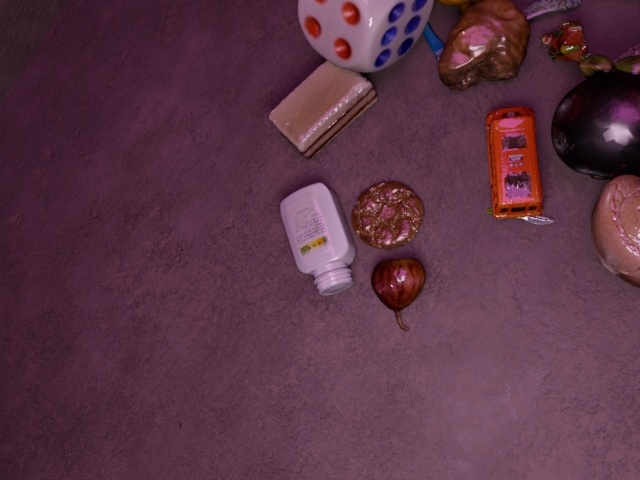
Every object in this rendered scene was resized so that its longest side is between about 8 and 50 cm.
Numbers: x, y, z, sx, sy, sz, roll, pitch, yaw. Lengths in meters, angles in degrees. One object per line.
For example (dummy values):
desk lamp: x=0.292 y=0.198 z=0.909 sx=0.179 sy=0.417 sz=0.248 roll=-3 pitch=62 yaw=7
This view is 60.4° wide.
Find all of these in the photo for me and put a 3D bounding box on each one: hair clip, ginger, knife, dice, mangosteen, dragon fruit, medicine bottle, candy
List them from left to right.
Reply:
medicine bottle: x=0.000 y=0.000 z=1.676 sx=0.179 sy=0.124 sz=0.325 roll=-25 pitch=68 yaw=16
candy: x=0.006 y=-0.430 z=1.776 sx=0.320 sy=0.135 sz=0.179 roll=-40 pitch=67 yaw=5
dice: x=0.137 y=-0.715 z=1.678 sx=0.304 sy=0.277 sz=0.304 roll=-33 pitch=66 yaw=-32
knife: x=0.351 y=-0.675 z=1.783 sx=0.044 sy=0.026 sz=0.297 roll=-25 pitch=67 yaw=8
ginger: x=0.477 y=-0.590 z=1.623 sx=0.269 sy=0.200 sz=0.223 roll=-5 pitch=77 yaw=17
knife: x=0.565 y=-0.067 z=1.560 sx=0.183 sy=0.026 sz=0.022 roll=13 pitch=41 yaw=23
hair clip: x=0.678 y=-0.703 z=1.674 sx=0.229 sy=0.036 sz=0.066 roll=-18 pitch=65 yaw=13
dragon fruit: x=0.725 y=-0.565 z=1.591 sx=0.142 sy=0.139 sz=0.174 roll=-33 pitch=28 yaw=-31
mangosteen: x=0.753 y=-0.306 z=1.399 sx=0.329 sy=0.330 sz=0.331 roll=-4 pitch=75 yaw=17

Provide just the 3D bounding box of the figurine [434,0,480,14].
figurine: x=0.450 y=-0.792 z=1.691 sx=0.227 sy=0.215 sz=0.216 roll=1 pitch=77 yaw=7

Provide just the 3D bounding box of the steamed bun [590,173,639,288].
steamed bun: x=0.786 y=0.004 z=1.360 sx=0.199 sy=0.251 sz=0.301 roll=-44 pitch=69 yaw=18

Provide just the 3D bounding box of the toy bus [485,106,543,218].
toy bus: x=0.541 y=-0.235 z=1.540 sx=0.142 sy=0.153 sz=0.330 roll=-3 pitch=74 yaw=17

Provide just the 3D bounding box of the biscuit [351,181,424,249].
biscuit: x=0.201 y=-0.078 z=1.672 sx=0.225 sy=0.042 sz=0.226 roll=-5 pitch=75 yaw=18

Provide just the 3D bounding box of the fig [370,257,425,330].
fig: x=0.211 y=0.130 z=1.562 sx=0.149 sy=0.148 sz=0.202 roll=42 pitch=109 yaw=43

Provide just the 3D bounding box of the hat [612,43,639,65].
hat: x=0.917 y=-0.426 z=1.509 sx=0.214 sy=0.149 sz=0.245 roll=3 pitch=116 yaw=36
